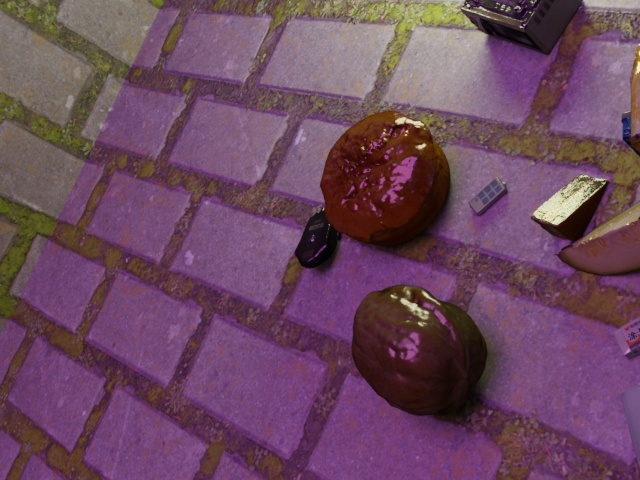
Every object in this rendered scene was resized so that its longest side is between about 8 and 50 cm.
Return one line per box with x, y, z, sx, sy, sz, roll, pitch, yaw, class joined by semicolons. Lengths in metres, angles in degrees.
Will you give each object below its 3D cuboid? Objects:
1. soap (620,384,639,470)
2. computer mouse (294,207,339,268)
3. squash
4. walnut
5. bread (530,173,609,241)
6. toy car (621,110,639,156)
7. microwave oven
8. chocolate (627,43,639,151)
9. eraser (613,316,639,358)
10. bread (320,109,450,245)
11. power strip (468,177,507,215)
0.587;0.346;1.534;0.160;0.088;0.265;-27;52;30;soap
0.000;0.000;2.310;0.099;0.057;0.172;-15;47;40;computer mouse
0.541;0.014;1.745;0.252;0.093;0.169;-35;4;24;squash
0.183;0.215;1.895;0.283;0.227;0.282;28;126;47;walnut
0.479;-0.077;1.872;0.074;0.084;0.139;27;87;49;bread
0.641;-0.194;1.770;0.191;0.097;0.100;-11;61;40;toy car
0.432;-0.517;2.124;0.205;0.129;0.163;33;94;47;microwave oven
0.589;-0.261;1.734;0.086;0.086;0.219;-15;56;38;chocolate
0.575;0.154;1.695;0.122;0.029;0.052;-34;48;25;eraser
0.147;-0.137;2.163;0.312;0.172;0.312;-17;62;35;bread
0.352;-0.092;2.050;0.090;0.016;0.040;-43;45;17;power strip
